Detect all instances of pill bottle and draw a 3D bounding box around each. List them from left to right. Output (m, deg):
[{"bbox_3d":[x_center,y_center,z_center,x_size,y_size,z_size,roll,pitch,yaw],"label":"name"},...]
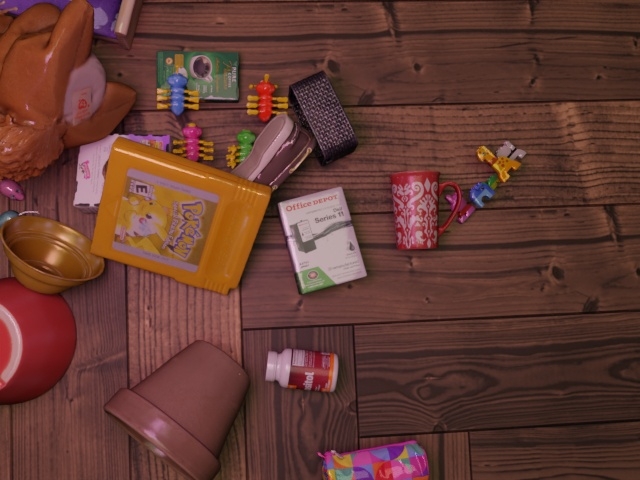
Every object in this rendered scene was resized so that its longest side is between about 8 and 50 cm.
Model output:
[{"bbox_3d":[-0.041,0.280,1.530,0.152,0.086,0.086,6,85,-3],"label":"pill bottle"}]

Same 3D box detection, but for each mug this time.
[{"bbox_3d":[0.228,-0.066,1.560,0.150,0.113,0.169,-2,89,28],"label":"mug"}]

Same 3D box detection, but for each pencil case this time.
[{"bbox_3d":[0.114,0.491,1.520,0.236,0.104,0.104,-5,86,-6],"label":"pencil case"}]

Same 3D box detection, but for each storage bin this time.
[{"bbox_3d":[0.005,-0.267,1.560,0.084,0.122,0.180,-25,88,-6],"label":"storage bin"}]

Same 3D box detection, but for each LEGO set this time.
[{"bbox_3d":[0.369,-0.155,1.598,0.093,0.087,0.227,44,82,0],"label":"LEGO set"}]

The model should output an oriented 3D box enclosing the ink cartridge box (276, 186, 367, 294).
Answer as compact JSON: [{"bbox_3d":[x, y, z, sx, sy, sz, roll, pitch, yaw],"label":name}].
[{"bbox_3d":[0.000,0.000,1.555,0.153,0.087,0.208,-16,86,-6],"label":"ink cartridge box"}]

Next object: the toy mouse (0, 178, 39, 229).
[{"bbox_3d":[-0.686,-0.079,1.536,0.143,0.031,0.161,17,84,-3],"label":"toy mouse"}]

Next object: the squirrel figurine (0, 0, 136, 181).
[{"bbox_3d":[-0.638,-0.305,1.413,0.370,0.281,0.397,23,73,18],"label":"squirrel figurine"}]

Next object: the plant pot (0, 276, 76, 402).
[{"bbox_3d":[-0.653,0.206,1.410,0.275,0.243,0.275,0,86,-5],"label":"plant pot"}]

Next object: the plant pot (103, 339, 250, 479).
[{"bbox_3d":[-0.270,0.335,1.449,0.263,0.263,0.229,38,65,-1],"label":"plant pot"}]

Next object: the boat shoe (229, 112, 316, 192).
[{"bbox_3d":[-0.140,-0.123,1.516,0.097,0.116,0.324,31,111,-31],"label":"boat shoe"}]

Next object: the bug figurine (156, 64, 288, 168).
[{"bbox_3d":[-0.218,-0.264,1.541,0.279,0.072,0.216,3,106,-15],"label":"bug figurine"}]

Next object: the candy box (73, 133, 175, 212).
[{"bbox_3d":[-0.421,-0.143,1.529,0.196,0.070,0.165,2,79,-1],"label":"candy box"}]

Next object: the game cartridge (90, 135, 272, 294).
[{"bbox_3d":[-0.294,-0.038,1.462,0.324,0.052,0.285,18,124,-7],"label":"game cartridge"}]

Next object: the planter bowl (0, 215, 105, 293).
[{"bbox_3d":[-0.571,0.047,1.471,0.217,0.217,0.090,33,110,-1],"label":"planter bowl"}]

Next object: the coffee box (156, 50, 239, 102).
[{"bbox_3d":[-0.274,-0.366,1.587,0.184,0.040,0.113,-1,86,-4],"label":"coffee box"}]

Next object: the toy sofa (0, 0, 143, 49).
[{"bbox_3d":[-0.574,-0.544,1.511,0.362,0.177,0.150,14,84,-4],"label":"toy sofa"}]
